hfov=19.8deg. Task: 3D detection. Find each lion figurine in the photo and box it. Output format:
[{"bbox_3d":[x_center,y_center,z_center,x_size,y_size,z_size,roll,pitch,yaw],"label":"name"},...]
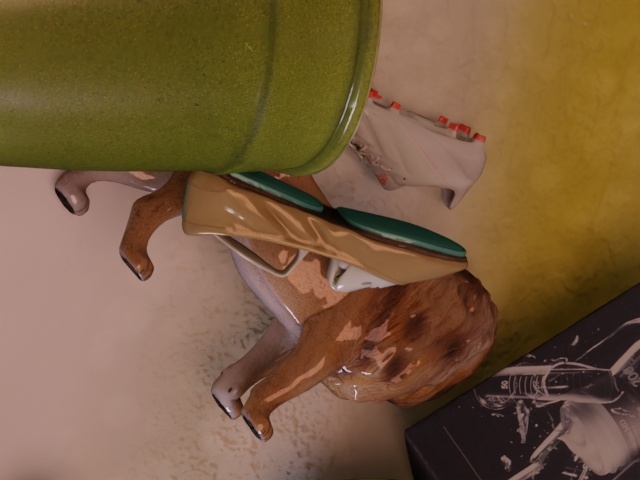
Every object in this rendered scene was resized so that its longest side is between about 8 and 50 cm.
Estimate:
[{"bbox_3d":[-0.031,0.002,1.513,0.240,0.142,0.392,-39,107,-12],"label":"lion figurine"}]

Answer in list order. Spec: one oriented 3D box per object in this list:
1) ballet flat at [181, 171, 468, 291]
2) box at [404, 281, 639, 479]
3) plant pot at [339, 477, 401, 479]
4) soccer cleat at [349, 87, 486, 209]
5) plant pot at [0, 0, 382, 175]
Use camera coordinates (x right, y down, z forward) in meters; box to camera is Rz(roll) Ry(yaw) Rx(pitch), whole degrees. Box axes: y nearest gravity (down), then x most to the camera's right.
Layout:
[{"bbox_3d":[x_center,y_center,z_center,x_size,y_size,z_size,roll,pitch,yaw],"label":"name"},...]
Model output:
[{"bbox_3d":[0.000,0.000,1.441,0.232,0.080,0.073,20,102,-10],"label":"ballet flat"},{"bbox_3d":[0.293,0.240,1.550,0.312,0.179,0.343,-32,66,-7],"label":"box"},{"bbox_3d":[0.038,0.359,1.536,0.275,0.275,0.293,1,63,-17],"label":"plant pot"},{"bbox_3d":[0.052,-0.084,1.555,0.196,0.068,0.076,20,100,-23],"label":"soccer cleat"},{"bbox_3d":[-0.195,-0.198,1.262,0.353,0.366,0.366,-11,106,-23],"label":"plant pot"}]
